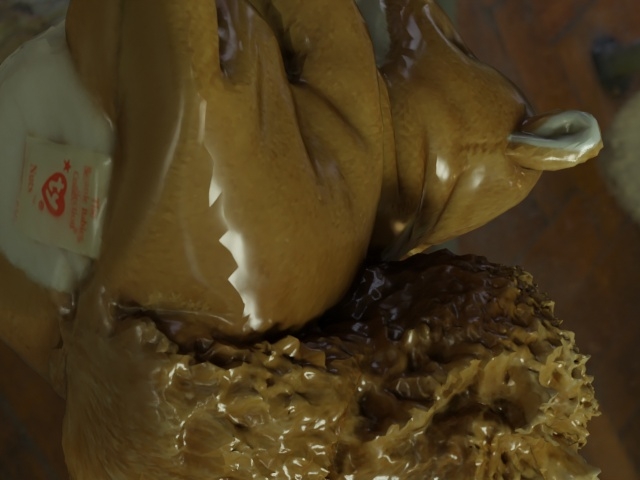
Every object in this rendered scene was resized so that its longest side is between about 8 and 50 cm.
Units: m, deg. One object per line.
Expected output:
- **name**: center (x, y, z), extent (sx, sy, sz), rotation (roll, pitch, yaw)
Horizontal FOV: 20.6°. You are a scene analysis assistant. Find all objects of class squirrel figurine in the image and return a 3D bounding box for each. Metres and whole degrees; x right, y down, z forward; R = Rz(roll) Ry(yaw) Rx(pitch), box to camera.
- **squirrel figurine**: center (0.000, 0.000, 1.031), extent (0.370, 0.281, 0.397), rotation (-3, 65, -47)
